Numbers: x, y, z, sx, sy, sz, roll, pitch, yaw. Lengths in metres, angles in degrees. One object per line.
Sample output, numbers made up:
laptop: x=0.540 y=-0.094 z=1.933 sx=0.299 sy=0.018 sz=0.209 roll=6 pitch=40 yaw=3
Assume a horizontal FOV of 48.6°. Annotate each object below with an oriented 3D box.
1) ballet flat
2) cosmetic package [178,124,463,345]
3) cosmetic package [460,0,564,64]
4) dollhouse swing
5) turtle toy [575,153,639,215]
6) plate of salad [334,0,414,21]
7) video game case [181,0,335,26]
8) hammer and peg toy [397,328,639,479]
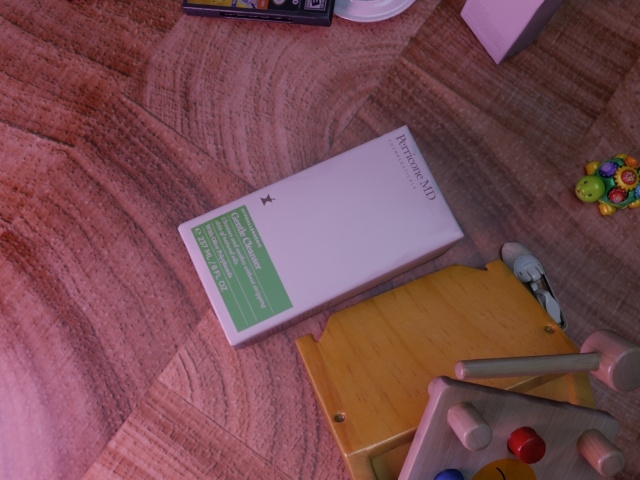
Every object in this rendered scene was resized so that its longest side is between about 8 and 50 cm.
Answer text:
ballet flat: x=0.346 y=0.073 z=1.126 sx=0.057 sy=0.052 sz=0.168 roll=-27 pitch=83 yaw=-7
cosmetic package: x=0.000 y=0.000 z=1.066 sx=0.366 sy=0.155 sz=0.196 roll=-26 pitch=81 yaw=-6
cosmetic package: x=0.306 y=-0.382 z=1.106 sx=0.086 sy=0.231 sz=0.117 roll=-34 pitch=85 yaw=-8
dollhouse swing: x=0.196 y=0.273 z=1.082 sx=0.347 sy=0.304 sz=0.315 roll=-22 pitch=42 yaw=-6
turtle toy: x=0.474 y=-0.092 z=1.154 sx=0.130 sy=0.066 sz=0.095 roll=-16 pitch=82 yaw=-6
plate of salad: x=0.081 y=-0.454 z=1.194 sx=0.200 sy=0.048 sz=0.199 roll=-1 pitch=79 yaw=5
video game case: x=-0.085 y=-0.496 z=1.179 sx=0.249 sy=0.035 sz=0.274 roll=7 pitch=81 yaw=8
hammer and peg toy: x=0.229 y=0.255 z=0.875 sx=0.266 sy=0.127 sz=0.361 roll=14 pitch=104 yaw=-15
